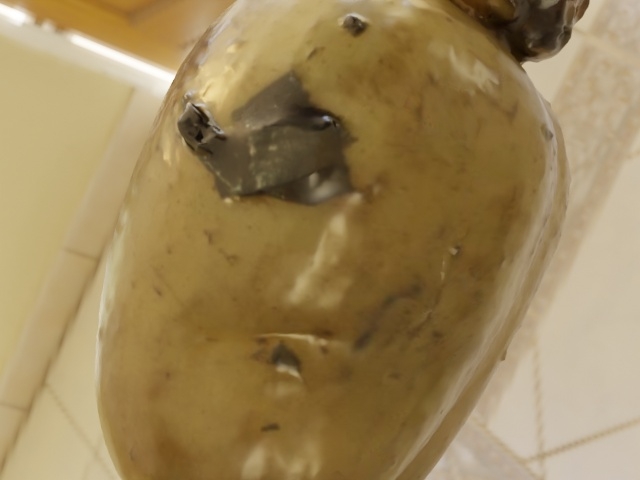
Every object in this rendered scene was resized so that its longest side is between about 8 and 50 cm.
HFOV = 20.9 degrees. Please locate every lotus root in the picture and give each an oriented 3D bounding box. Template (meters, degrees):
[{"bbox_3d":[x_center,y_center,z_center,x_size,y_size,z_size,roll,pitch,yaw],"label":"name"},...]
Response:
[{"bbox_3d":[0.000,0.000,0.581,0.140,0.154,0.256,23,83,24],"label":"lotus root"}]
